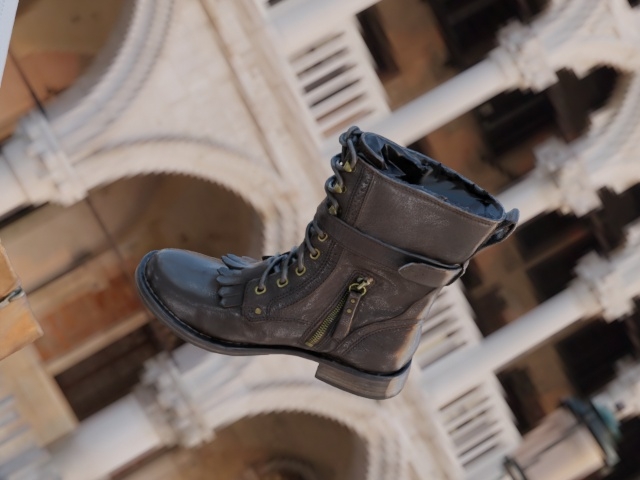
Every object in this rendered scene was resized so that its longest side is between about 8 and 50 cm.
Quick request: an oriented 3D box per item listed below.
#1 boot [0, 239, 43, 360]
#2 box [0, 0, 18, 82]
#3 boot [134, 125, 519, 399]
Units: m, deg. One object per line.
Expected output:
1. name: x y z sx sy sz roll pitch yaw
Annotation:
1. boot: -0.353 0.084 1.213 0.096 0.280 0.264 49 -13 33
2. box: -0.351 -0.131 1.133 0.168 0.215 0.345 45 24 -31
3. boot: 0.000 0.000 1.260 0.091 0.263 0.229 -75 -175 -48
